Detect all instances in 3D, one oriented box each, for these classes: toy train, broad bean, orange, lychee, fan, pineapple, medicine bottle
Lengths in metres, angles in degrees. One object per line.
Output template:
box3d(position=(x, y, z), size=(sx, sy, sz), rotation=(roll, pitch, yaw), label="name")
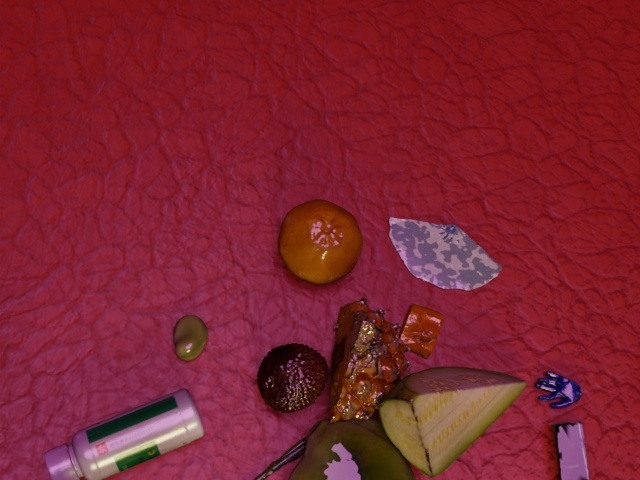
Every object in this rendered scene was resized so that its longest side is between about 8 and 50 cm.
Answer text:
box3d(position=(0.458, 0.455, 1.695), size=(0.055, 0.048, 0.251), rotation=(-4, 79, 1), label="toy train")
box3d(position=(-0.234, 0.173, 1.687), size=(0.063, 0.045, 0.083), rotation=(3, 65, 5), label="broad bean")
box3d(position=(0.000, 0.000, 1.722), size=(0.159, 0.136, 0.158), rotation=(2, 75, -9), label="orange")
box3d(position=(0.056, 0.440, 1.606), size=(0.238, 0.119, 0.291), rotation=(-14, 78, -22), label="broad bean")
box3d(position=(-0.045, 0.239, 1.654), size=(0.129, 0.123, 0.123), rotation=(-6, 74, -19), label="lychee")
box3d(position=(0.233, 0.025, 1.812), size=(0.240, 0.009, 0.131), rotation=(25, 72, 0), label="fan")
box3d(position=(0.103, 0.186, 1.642), size=(0.140, 0.164, 0.249), rotation=(15, 40, -8), label="pineapple")
box3d(position=(-0.332, 0.339, 1.594), size=(0.260, 0.095, 0.095), rotation=(-19, 77, -14), label="medicine bottle")

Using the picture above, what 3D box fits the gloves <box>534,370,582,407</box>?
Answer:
box3d(position=(0.443, 0.282, 1.754), size=(0.086, 0.026, 0.064), rotation=(21, 74, -1), label="gloves")

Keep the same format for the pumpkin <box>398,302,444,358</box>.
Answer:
box3d(position=(0.185, 0.169, 1.749), size=(0.073, 0.035, 0.101), rotation=(20, 74, 1), label="pumpkin")

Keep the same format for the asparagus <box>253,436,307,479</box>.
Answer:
box3d(position=(-0.107, 0.417, 1.640), size=(0.233, 0.022, 0.023), rotation=(-33, 124, -18), label="asparagus")

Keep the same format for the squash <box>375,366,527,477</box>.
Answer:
box3d(position=(0.229, 0.254, 1.650), size=(0.111, 0.203, 0.289), rotation=(17, 45, 44), label="squash")
